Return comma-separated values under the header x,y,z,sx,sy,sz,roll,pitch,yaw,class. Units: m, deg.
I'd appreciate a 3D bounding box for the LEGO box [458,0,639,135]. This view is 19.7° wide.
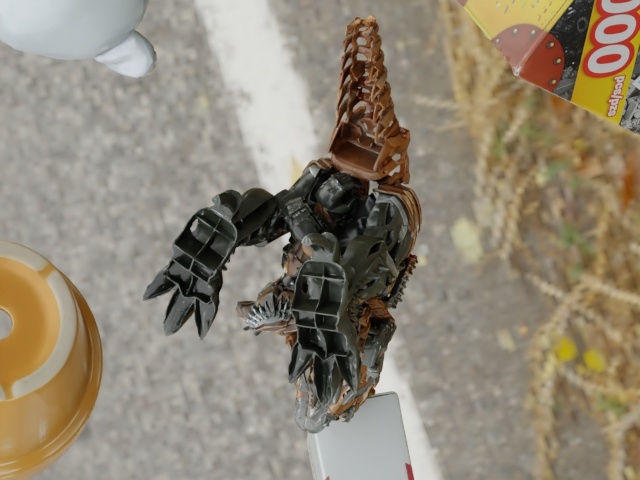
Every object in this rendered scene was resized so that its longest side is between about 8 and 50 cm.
x,y,z,sx,sy,sz,roll,pitch,yaw,class
0.436,-0.361,1.978,0.500,0.372,0.193,-53,42,21,LEGO box

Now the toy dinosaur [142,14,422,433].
x,y,z,sx,sy,sz,roll,pitch,yaw,class
0.000,0.000,1.320,0.164,0.218,0.321,1,111,33,toy dinosaur

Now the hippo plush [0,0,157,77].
x,y,z,sx,sy,sz,roll,pitch,yaw,class
-0.097,-0.185,1.009,0.234,0.294,0.236,26,147,3,hippo plush

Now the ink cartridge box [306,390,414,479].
x,y,z,sx,sy,sz,roll,pitch,yaw,class
0.035,0.205,1.508,0.175,0.072,0.127,97,162,-75,ink cartridge box

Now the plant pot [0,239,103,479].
x,y,z,sx,sy,sz,roll,pitch,yaw,class
-0.270,0.086,1.477,0.205,0.205,0.188,67,161,10,plant pot
